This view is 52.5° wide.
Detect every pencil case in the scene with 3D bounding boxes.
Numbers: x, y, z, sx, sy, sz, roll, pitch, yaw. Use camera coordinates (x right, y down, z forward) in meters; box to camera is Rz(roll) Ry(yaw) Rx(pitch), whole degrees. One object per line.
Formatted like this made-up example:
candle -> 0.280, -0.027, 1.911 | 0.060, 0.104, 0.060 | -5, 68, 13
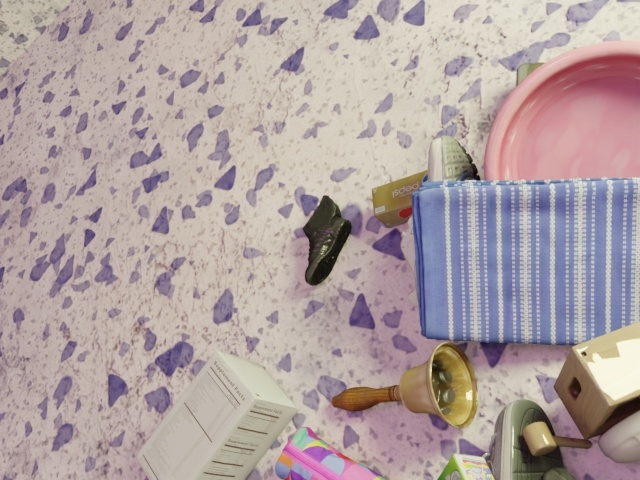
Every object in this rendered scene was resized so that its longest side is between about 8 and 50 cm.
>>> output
pencil case -> 0.037, 0.382, 1.009 | 0.236, 0.104, 0.104 | 19, 81, 38

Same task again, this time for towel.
towel -> 0.299, 0.034, 0.914 | 0.335, 0.040, 0.243 | 0, 101, 20

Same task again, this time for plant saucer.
plant saucer -> 0.403, -0.107, 0.915 | 0.332, 0.084, 0.332 | 4, 102, 19

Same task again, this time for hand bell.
hand bell -> 0.112, 0.246, 1.033 | 0.242, 0.126, 0.126 | -21, 58, 39

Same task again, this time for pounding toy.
pounding toy -> 0.348, 0.199, 0.845 | 0.206, 0.181, 0.094 | -19, 55, -6

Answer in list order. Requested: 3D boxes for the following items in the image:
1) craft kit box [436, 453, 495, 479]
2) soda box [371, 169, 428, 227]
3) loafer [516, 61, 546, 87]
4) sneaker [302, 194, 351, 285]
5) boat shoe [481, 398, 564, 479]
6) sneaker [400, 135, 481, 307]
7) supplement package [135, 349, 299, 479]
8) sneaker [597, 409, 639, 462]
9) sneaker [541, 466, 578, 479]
craft kit box -> 0.172, 0.444, 0.799 | 0.250, 0.060, 0.247 | -110, 37, -54
soda box -> 0.184, -0.082, 1.138 | 0.181, 0.061, 0.058 | -17, 61, 27
loafer -> 0.369, -0.190, 1.043 | 0.087, 0.094, 0.251 | -13, 63, 33
sneaker -> -0.001, -0.001, 1.236 | 0.089, 0.051, 0.170 | 24, 79, 38
boat shoe -> 0.253, 0.375, 0.861 | 0.103, 0.118, 0.321 | -16, 67, 51
sneaker -> 0.185, -0.019, 1.044 | 0.129, 0.111, 0.297 | 0, 90, 43
supplement package -> -0.181, 0.340, 1.147 | 0.244, 0.134, 0.139 | -52, 51, 4
sneaker -> 0.486, 0.237, 0.767 | 0.290, 0.106, 0.123 | -24, 56, 21
sneaker -> 0.413, 0.348, 0.768 | 0.162, 0.106, 0.281 | -44, 71, 0
